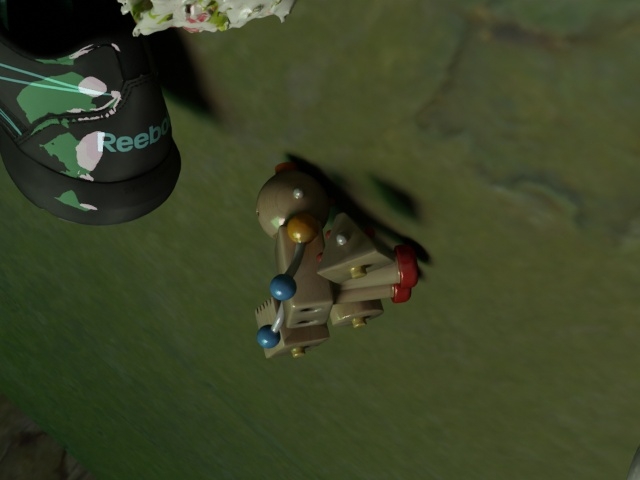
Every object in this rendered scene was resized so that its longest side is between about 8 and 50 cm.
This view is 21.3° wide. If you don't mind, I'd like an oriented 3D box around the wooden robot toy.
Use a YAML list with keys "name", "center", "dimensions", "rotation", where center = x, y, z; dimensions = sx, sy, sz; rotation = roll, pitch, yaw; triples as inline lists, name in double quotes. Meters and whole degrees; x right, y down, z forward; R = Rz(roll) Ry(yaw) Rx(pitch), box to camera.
- name: "wooden robot toy"
  center: [0.000, 0.000, 0.829]
  dimensions: [0.173, 0.076, 0.079]
  rotation: [110, 146, -72]

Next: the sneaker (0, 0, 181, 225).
- name: "sneaker"
  center: [-0.167, -0.115, 0.868]
  dimensions: [0.267, 0.101, 0.106]
  rotation: [33, 139, 29]

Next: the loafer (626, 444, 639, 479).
- name: "loafer"
  center: [0.232, 0.180, 0.640]
  dimensions: [0.319, 0.112, 0.111]
  rotation: [42, 155, -3]

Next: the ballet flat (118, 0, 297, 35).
- name: "ballet flat"
  center: [-0.068, -0.144, 0.530]
  dimensions: [0.241, 0.077, 0.091]
  rotation: [63, -174, -49]
